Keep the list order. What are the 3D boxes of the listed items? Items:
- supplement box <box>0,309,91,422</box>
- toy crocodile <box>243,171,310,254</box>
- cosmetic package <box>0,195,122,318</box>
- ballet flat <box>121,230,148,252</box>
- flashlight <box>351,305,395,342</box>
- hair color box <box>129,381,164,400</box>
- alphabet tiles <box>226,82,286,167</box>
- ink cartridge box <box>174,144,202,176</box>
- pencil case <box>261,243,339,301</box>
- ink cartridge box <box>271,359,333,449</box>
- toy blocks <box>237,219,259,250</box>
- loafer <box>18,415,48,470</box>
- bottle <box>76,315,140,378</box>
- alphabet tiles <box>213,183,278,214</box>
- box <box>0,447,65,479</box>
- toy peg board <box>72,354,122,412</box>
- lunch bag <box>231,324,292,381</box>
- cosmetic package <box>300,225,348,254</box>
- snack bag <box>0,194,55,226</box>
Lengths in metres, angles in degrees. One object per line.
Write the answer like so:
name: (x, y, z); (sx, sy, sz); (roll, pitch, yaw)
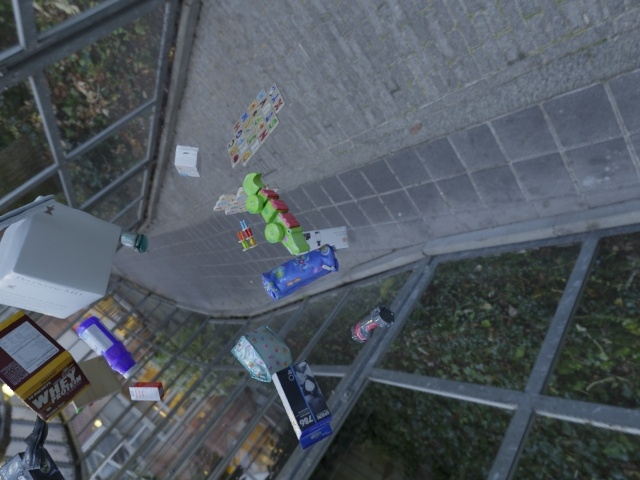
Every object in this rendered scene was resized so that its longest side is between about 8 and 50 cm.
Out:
supplement box: (-0.717, 0.317, 1.043); (0.194, 0.129, 0.191); (33, 141, 15)
toy crocodile: (-0.147, -0.090, 1.392); (0.340, 0.115, 0.105); (53, 124, 24)
cosmetic package: (-1.086, 0.085, 1.691); (0.394, 0.327, 0.329); (-24, 143, 34)
ballet flat: (-0.686, 0.001, 1.537); (0.068, 0.072, 0.213); (14, 169, -11)
flashlight: (0.243, 0.391, 1.918); (0.103, 0.103, 0.304); (4, 154, -21)
hair color box: (-0.793, 0.689, 1.904); (0.141, 0.043, 0.072); (-2, 106, 8)
alphabet tiles: (-0.266, -0.460, 1.671); (0.011, 0.342, 0.285); (24, -149, -40)
ink cartridge box: (-0.570, -0.344, 1.798); (0.092, 0.089, 0.143); (4, 168, -7)
pencil case: (-0.070, 0.122, 1.587); (0.133, 0.306, 0.119); (-127, 14, -59)
ink cartridge box: (-0.068, 0.699, 1.794); (0.332, 0.165, 0.065); (62, 144, 19)
toy blocks: (-0.395, -0.028, 2.183); (0.123, 0.054, 0.148); (-18, 98, 44)
loafer: (-0.859, 0.596, 1.248); (0.062, 0.061, 0.170); (111, 150, -46)
bottle: (-0.855, 0.436, 1.686); (0.283, 0.092, 0.118); (46, 141, 0)
alphabet tiles: (-0.342, -0.187, 1.922); (0.284, 0.278, 0.021); (-36, 70, 57)
box: (-0.916, 0.774, 1.339); (0.180, 0.077, 0.147); (46, 165, 15)
toy peg board: (-0.836, 0.524, 1.505); (0.161, 0.161, 0.079); (45, 123, 22)
lunch bag: (-0.293, 0.600, 2.182); (0.262, 0.223, 0.160); (44, 114, 14)
cosmetic package: (0.000, 0.000, 1.855); (0.060, 0.239, 0.098); (-163, 64, -78)
snack bag: (-1.088, -0.026, 1.357); (0.343, 0.323, 0.037); (-20, 110, 22)
